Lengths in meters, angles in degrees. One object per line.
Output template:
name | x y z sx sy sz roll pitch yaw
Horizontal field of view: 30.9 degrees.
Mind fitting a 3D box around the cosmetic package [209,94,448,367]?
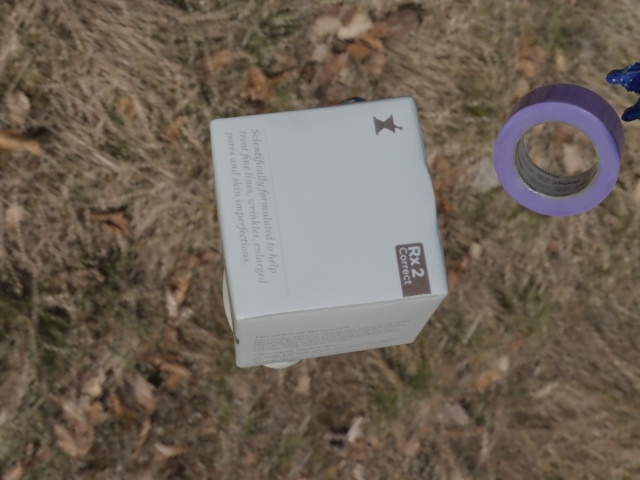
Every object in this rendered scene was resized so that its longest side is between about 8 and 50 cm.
cosmetic package | 0.000 0.000 0.881 0.151 0.151 0.184 -8 163 -6

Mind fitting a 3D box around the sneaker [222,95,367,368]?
sneaker | -0.007 -0.025 1.337 0.131 0.148 0.350 28 56 -26

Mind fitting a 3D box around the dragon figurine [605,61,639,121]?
dragon figurine | 0.489 -0.212 1.435 0.289 0.144 0.085 -9 118 2

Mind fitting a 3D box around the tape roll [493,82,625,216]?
tape roll | 0.362 -0.137 1.758 0.080 0.188 0.189 -57 159 -55
